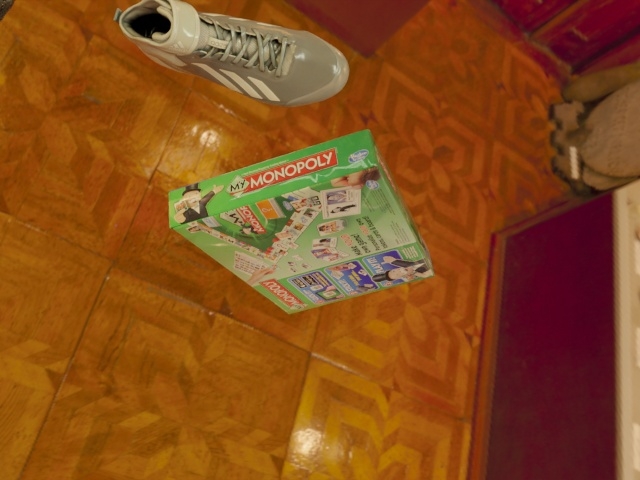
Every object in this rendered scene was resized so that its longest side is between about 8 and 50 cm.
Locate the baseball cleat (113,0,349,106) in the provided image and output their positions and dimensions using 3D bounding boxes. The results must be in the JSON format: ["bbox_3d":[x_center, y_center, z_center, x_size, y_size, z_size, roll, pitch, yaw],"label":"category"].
[{"bbox_3d":[-0.080,-0.165,0.554,0.206,0.109,0.072,11,97,9],"label":"baseball cleat"}]

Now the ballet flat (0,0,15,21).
[{"bbox_3d":[-0.344,-0.189,0.582,0.057,0.173,0.049,60,18,-18],"label":"ballet flat"}]

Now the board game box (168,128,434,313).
[{"bbox_3d":[0.000,0.000,0.733,0.317,0.214,0.046,49,29,-61],"label":"board game box"}]
